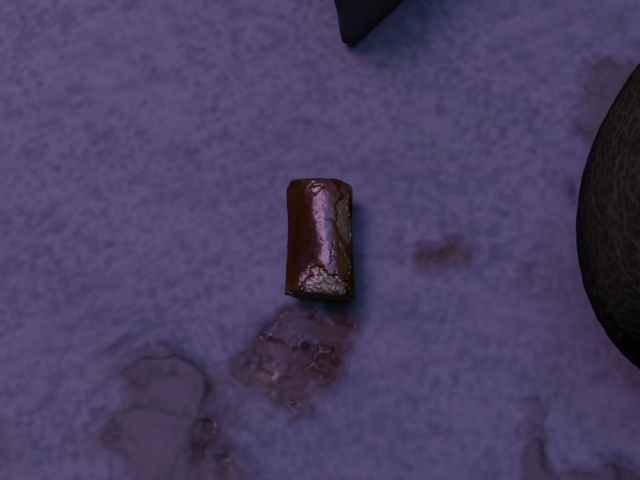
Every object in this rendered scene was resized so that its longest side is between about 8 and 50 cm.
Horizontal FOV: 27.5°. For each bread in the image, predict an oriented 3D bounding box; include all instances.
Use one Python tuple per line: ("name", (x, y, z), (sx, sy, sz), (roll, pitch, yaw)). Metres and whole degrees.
("bread", (0.000, 0.000, 0.872), (0.047, 0.036, 0.083), (-4, 71, 14))

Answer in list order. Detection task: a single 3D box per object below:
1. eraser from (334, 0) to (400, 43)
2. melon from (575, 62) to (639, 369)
("eraser", (0.021, -0.320, 0.943), (0.077, 0.111, 0.352), (-10, 70, 5))
("melon", (0.285, -0.039, 0.747), (0.237, 0.237, 0.302), (35, 77, 16))
